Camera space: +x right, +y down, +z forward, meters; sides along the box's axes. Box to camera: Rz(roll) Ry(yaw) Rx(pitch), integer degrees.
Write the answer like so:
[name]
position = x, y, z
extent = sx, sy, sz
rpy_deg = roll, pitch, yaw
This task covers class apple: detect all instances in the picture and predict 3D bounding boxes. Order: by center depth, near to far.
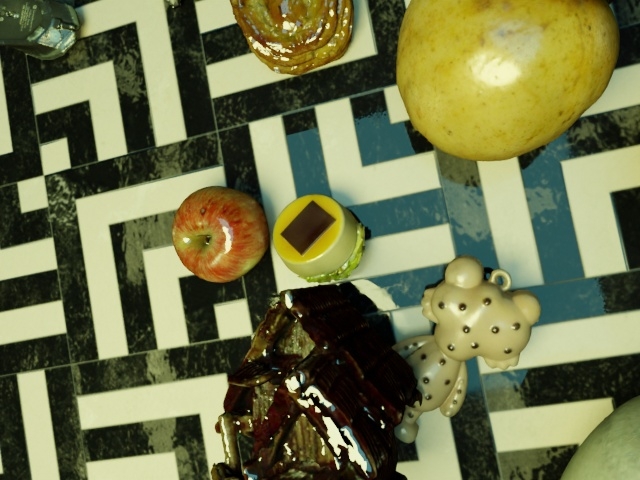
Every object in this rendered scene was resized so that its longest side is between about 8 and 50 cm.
[apple]
position = -0.146, -0.012, 0.760
extent = 0.146, 0.131, 0.147
rpy_deg = 4, 101, 20

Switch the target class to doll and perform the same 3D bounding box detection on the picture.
[doll]
position = 0.168, 0.150, 0.703
extent = 0.154, 0.119, 0.278
rpy_deg = 46, 107, 11

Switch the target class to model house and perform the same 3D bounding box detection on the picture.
[model house]
position = -0.037, 0.197, 0.615
extent = 0.296, 0.317, 0.283
rpy_deg = -3, 91, 22

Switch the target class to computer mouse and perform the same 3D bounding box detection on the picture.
[computer mouse]
position = -0.498, -0.372, 0.881
extent = 0.192, 0.062, 0.106
rpy_deg = 15, 90, 6

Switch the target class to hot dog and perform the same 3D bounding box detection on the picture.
[hot dog]
position = -0.051, -0.389, 0.759
extent = 0.175, 0.114, 0.259
rpy_deg = -18, 85, 12

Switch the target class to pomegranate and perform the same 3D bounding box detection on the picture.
[pomegranate]
position = 0.218, -0.229, 0.636
extent = 0.260, 0.260, 0.261
rpy_deg = 0, 88, 12

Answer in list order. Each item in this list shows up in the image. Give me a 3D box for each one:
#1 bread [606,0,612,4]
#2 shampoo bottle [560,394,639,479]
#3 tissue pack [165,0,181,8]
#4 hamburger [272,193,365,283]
[bread]
position = 0.370, -0.383, 0.640
extent = 0.103, 0.172, 0.132
rpy_deg = 19, 91, 9
[shampoo bottle]
position = 0.410, 0.334, 0.524
extent = 0.322, 0.322, 0.318
rpy_deg = 4, 111, 12
[tissue pack]
position = -0.293, -0.591, 0.819
extent = 0.361, 0.122, 0.259
rpy_deg = 41, 95, 12
[hamburger]
position = 0.000, 0.000, 0.745
extent = 0.141, 0.081, 0.127
rpy_deg = 23, 77, 33
